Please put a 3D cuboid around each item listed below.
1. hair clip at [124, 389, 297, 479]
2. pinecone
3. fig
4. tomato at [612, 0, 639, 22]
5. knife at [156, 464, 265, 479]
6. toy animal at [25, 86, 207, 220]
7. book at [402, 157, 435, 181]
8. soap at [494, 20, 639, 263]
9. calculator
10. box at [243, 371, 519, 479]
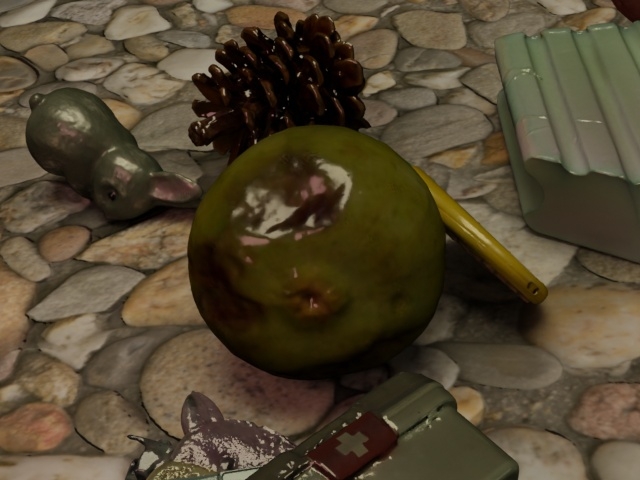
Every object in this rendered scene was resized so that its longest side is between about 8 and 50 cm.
[{"bbox_3d":[-0.087,0.205,1.041,0.187,0.056,0.146,12,46,22],"label":"hair clip"},{"bbox_3d":[-0.054,-0.160,1.457,0.212,0.185,0.168,-27,12,-4],"label":"pinecone"},{"bbox_3d":[0.000,0.000,1.170,0.240,0.239,0.271,-4,27,6],"label":"fig"},{"bbox_3d":[0.497,-0.343,1.482,0.341,0.341,0.273,17,41,32],"label":"tomato"},{"bbox_3d":[-0.087,0.199,1.009,0.210,0.015,0.028,-7,40,-8],"label":"knife"},{"bbox_3d":[-0.244,-0.085,1.448,0.236,0.138,0.108,39,86,31],"label":"toy animal"},{"bbox_3d":[0.052,-0.056,1.423,0.135,0.017,0.103,-23,35,-22],"label":"book"},{"bbox_3d":[0.313,-0.115,1.369,0.208,0.115,0.347,-6,34,4],"label":"soap"},{"bbox_3d":[0.142,-0.012,1.243,0.032,0.146,0.235,-48,43,4],"label":"calculator"},{"bbox_3d":[0.038,0.211,0.931,0.210,0.148,0.129,-32,52,-31],"label":"box"}]
